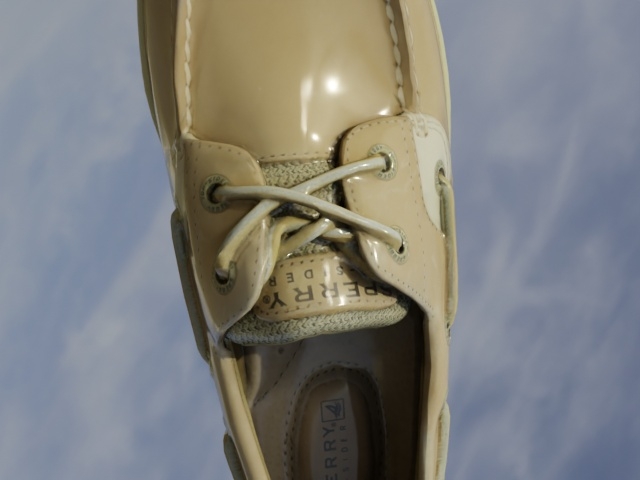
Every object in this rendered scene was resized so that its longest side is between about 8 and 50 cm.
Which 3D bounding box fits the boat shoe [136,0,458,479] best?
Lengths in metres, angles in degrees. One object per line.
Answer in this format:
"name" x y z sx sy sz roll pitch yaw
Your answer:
"boat shoe" 0.000 0.000 0.489 0.109 0.302 0.098 -7 -159 -5
